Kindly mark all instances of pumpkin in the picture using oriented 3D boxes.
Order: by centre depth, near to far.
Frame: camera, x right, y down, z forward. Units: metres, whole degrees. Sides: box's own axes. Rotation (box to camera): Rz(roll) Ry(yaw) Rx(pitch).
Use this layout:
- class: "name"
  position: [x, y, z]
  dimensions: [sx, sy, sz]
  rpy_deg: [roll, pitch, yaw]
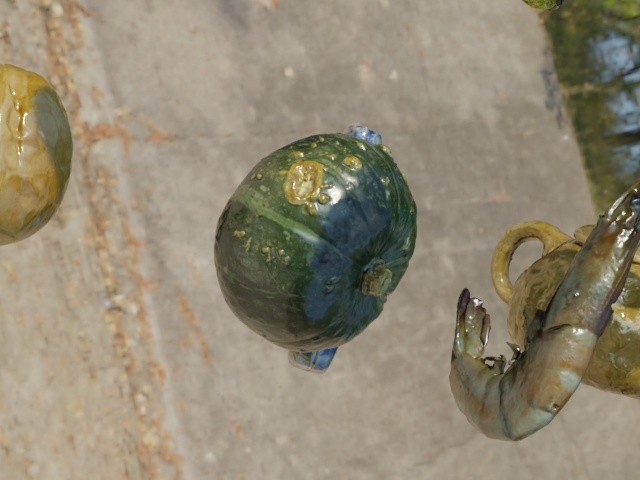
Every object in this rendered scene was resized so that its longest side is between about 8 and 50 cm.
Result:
- class: "pumpkin"
  position: [-0.001, 0.001, 0.928]
  dimensions: [0.190, 0.146, 0.190]
  rpy_deg: [-18, 111, -54]

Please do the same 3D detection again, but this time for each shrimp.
- class: "shrimp"
  position: [0.142, 0.034, 0.719]
  dimensions: [0.035, 0.195, 0.148]
  rpy_deg: [31, -2, -19]

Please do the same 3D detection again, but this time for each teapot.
- class: "teapot"
  position: [0.286, 0.046, 1.081]
  dimensions: [0.311, 0.203, 0.167]
  rpy_deg: [28, -72, 51]

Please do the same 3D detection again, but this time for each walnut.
- class: "walnut"
  position: [-0.352, -0.096, 1.207]
  dimensions: [0.159, 0.159, 0.206]
  rpy_deg: [48, 40, -72]

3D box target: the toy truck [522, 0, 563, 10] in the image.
- class: "toy truck"
  position: [0.134, -0.182, 0.618]
  dimensions: [0.111, 0.077, 0.076]
  rpy_deg: [-5, -117, 60]

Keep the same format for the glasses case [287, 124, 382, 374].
- class: "glasses case"
  position: [0.015, 0.008, 1.087]
  dimensions: [0.087, 0.065, 0.247]
  rpy_deg: [127, -23, -82]
